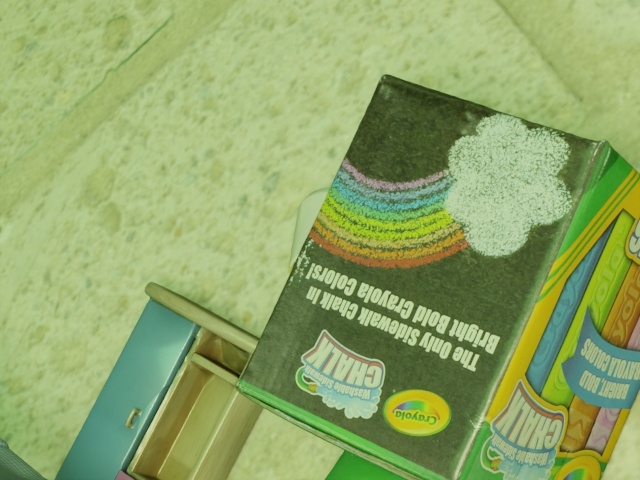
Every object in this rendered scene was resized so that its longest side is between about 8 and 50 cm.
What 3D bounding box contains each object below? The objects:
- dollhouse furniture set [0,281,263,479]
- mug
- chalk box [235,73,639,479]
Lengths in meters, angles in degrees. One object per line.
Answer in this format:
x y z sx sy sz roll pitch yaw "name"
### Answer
-0.160 0.124 1.000 0.286 0.303 0.198 25 87 39 "dollhouse furniture set"
0.000 -0.002 1.098 0.078 0.062 0.064 -17 54 22 "mug"
0.087 0.074 0.930 0.180 0.179 0.289 22 86 38 "chalk box"
